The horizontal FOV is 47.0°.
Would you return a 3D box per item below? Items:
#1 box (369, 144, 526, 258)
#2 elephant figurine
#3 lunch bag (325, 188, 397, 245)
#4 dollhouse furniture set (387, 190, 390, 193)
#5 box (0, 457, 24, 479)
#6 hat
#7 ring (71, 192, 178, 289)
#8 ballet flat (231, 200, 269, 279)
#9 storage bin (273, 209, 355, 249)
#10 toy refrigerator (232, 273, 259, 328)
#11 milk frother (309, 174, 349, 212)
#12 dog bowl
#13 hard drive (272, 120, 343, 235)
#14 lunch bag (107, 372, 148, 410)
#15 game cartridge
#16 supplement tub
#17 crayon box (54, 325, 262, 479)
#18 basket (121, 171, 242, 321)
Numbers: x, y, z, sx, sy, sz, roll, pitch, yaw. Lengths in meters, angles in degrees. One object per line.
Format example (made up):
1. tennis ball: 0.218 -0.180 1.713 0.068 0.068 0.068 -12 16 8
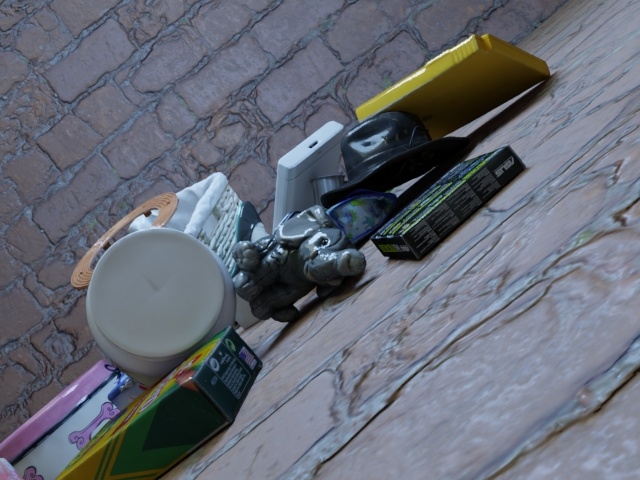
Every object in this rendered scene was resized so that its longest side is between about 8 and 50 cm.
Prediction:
1. box: 0.169 -0.049 1.022 0.190 0.045 0.184 -40 7 -8
2. elephant figurine: -0.008 0.031 1.185 0.239 0.186 0.169 -26 -33 25
3. lunch bag: 0.069 -0.043 1.474 0.151 0.096 0.129 -26 -3 -25
4. dollhouse furniture set: 0.117 -0.109 1.861 0.151 0.058 0.076 -42 5 -29
5. box: -0.487 0.431 1.028 0.154 0.142 0.300 -41 5 -15
6. hat: 0.134 -0.188 1.533 0.331 0.134 0.331 -23 -6 -2
7. ring: -0.479 0.003 1.826 0.336 0.032 0.336 -31 25 16
8. ballet flat: -0.159 0.044 1.744 0.096 0.280 0.095 3 -13 16
9. storage bin: 0.000 0.000 1.364 0.091 0.135 0.098 -15 31 50
10. toy refrigerator: -0.097 0.080 1.513 0.269 0.102 0.094 -35 6 47
11. milk frother: 0.034 -0.076 1.732 0.129 0.135 0.143 -5 -5 -24
12. dog bowl: -0.580 0.435 1.663 0.408 0.150 0.408 -39 5 5
13. hard drive: -0.036 -0.090 1.803 0.233 0.047 0.353 -44 -28 -42
14. lunch bag: -0.323 0.258 1.566 0.243 0.115 0.303 -41 3 11
15. game cartridge: 0.282 -0.315 1.561 0.323 0.053 0.285 -29 -20 37
16. supplement tub: -0.261 0.122 1.243 0.235 0.235 0.325 -41 -9 -17
17. crayon box: -0.240 0.267 1.017 0.318 0.081 0.202 -39 5 13
18. basket: -0.347 0.059 1.899 0.331 0.266 0.328 -21 30 30
